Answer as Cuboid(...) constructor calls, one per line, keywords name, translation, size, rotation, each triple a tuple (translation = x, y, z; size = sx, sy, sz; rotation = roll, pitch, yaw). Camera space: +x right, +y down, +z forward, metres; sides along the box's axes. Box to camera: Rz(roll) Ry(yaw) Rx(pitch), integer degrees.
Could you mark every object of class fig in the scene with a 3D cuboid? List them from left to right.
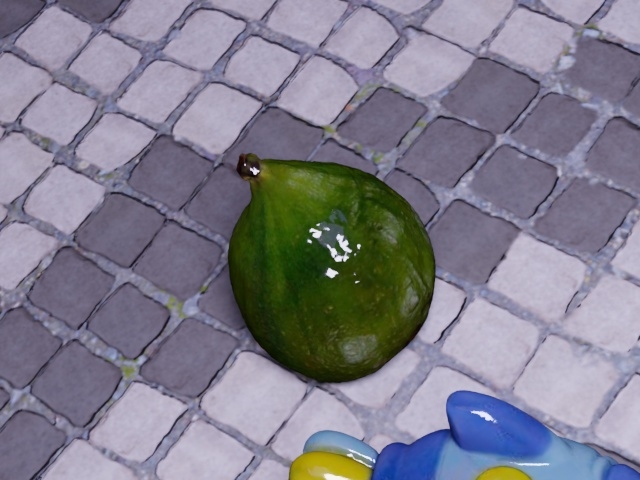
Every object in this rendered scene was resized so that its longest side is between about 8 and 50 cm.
Cuboid(name="fig", translation=(0.000, 0.000, 1.493), size=(0.203, 0.235, 0.203), rotation=(-8, 51, 11))

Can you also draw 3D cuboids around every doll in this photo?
Cuboid(name="doll", translation=(0.145, 0.261, 1.277), size=(0.376, 0.187, 0.365), rotation=(-4, 46, -21))
